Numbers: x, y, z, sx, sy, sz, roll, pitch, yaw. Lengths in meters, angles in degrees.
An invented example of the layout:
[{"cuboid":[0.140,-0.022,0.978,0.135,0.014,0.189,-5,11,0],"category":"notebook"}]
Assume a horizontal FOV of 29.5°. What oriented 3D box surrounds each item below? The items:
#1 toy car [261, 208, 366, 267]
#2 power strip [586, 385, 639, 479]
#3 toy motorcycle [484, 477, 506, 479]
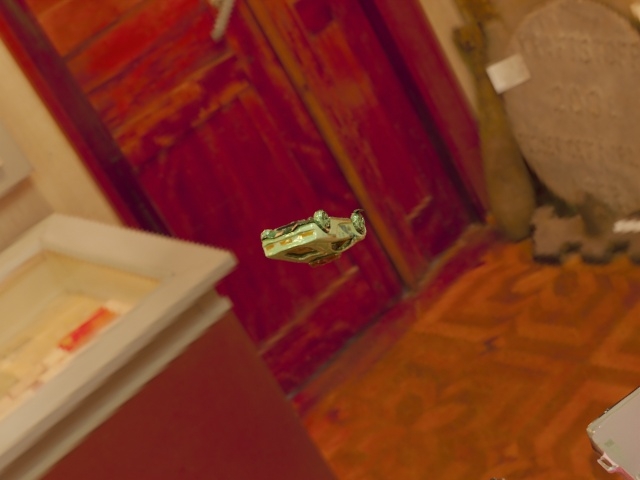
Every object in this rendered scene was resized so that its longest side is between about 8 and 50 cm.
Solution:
[{"cuboid":[0.000,0.000,1.498,0.093,0.058,0.186,-21,-9,24],"category":"toy car"},{"cuboid":[0.409,0.162,1.285,0.279,0.037,0.109,-36,34,-7],"category":"power strip"},{"cuboid":[0.176,0.336,1.229,0.122,0.082,0.213,-6,43,42],"category":"toy motorcycle"}]
